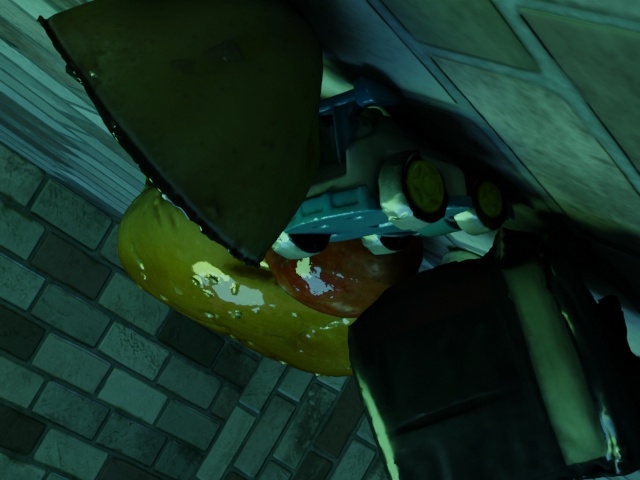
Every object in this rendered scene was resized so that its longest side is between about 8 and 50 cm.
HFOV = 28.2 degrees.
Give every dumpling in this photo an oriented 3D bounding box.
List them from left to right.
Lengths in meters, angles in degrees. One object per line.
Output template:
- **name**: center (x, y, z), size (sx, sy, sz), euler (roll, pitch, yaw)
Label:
- **dumpling**: center (0.129, 0.035, 1.129), size (0.059, 0.043, 0.077), euler (51, -179, 15)

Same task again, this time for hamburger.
- **hamburger**: center (-0.043, 0.019, 1.200), size (0.289, 0.170, 0.314), euler (27, 172, -19)

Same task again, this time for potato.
- **potato**: center (-0.053, -0.086, 0.713), size (0.182, 0.117, 0.202), euler (52, -177, -1)

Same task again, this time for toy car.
- **toy car**: center (0.049, -0.045, 0.825), size (0.161, 0.098, 0.126), euler (-2, 173, -44)

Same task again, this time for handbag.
- **handbag**: center (0.128, 0.089, 0.885), size (0.254, 0.181, 0.181), euler (23, -132, -80)

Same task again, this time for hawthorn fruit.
- **hawthorn fruit**: center (0.014, 0.005, 0.986), size (0.125, 0.140, 0.125), euler (22, 129, 30)

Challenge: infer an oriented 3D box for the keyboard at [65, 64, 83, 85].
- **keyboard**: center (-0.175, -0.131, 1.308), size (0.202, 0.011, 0.067), euler (27, 173, 26)
